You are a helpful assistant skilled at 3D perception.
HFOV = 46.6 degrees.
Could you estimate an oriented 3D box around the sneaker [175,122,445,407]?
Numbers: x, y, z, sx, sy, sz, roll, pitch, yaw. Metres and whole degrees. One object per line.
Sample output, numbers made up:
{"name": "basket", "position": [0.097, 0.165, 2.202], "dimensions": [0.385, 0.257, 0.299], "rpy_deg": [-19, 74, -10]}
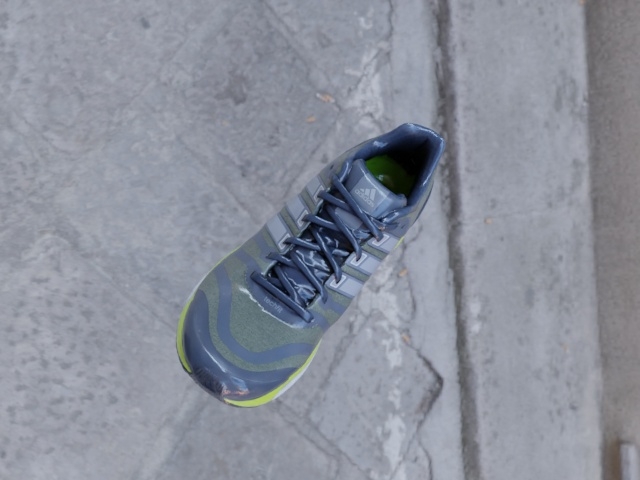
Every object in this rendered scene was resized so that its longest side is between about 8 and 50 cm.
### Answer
{"name": "sneaker", "position": [0.000, 0.000, 0.574], "dimensions": [0.111, 0.121, 0.300], "rpy_deg": [37, 50, 2]}
